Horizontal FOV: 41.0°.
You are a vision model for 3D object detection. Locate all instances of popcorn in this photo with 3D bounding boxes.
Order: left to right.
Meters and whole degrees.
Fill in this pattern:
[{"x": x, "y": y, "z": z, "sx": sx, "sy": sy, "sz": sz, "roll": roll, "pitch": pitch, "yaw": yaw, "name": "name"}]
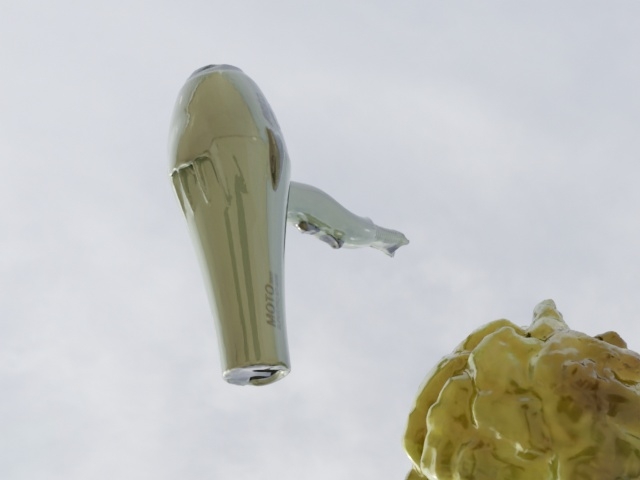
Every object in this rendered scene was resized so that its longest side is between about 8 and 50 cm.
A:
[{"x": 0.133, "y": 0.126, "z": 0.495, "sx": 0.173, "sy": 0.142, "sz": 0.173, "roll": -7, "pitch": -124, "yaw": 10, "name": "popcorn"}]

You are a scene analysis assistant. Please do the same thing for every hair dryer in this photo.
[{"x": -0.010, "y": 0.021, "z": 0.621, "sx": 0.092, "sy": 0.267, "sz": 0.229, "roll": -28, "pitch": -139, "yaw": 31, "name": "hair dryer"}]
